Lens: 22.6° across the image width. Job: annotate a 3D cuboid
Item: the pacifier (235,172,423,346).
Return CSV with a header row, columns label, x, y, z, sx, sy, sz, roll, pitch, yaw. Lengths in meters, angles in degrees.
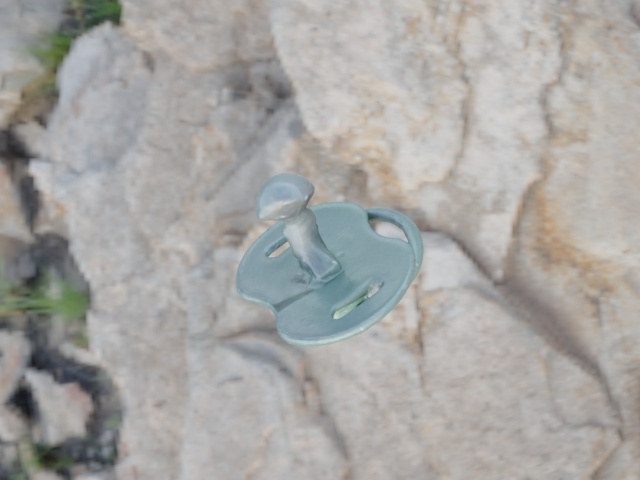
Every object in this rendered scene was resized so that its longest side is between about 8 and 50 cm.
label,x,y,z,sx,sy,sz,roll,pitch,yaw
pacifier,0.000,0.000,1.069,0.127,0.116,0.150,-30,34,-6
